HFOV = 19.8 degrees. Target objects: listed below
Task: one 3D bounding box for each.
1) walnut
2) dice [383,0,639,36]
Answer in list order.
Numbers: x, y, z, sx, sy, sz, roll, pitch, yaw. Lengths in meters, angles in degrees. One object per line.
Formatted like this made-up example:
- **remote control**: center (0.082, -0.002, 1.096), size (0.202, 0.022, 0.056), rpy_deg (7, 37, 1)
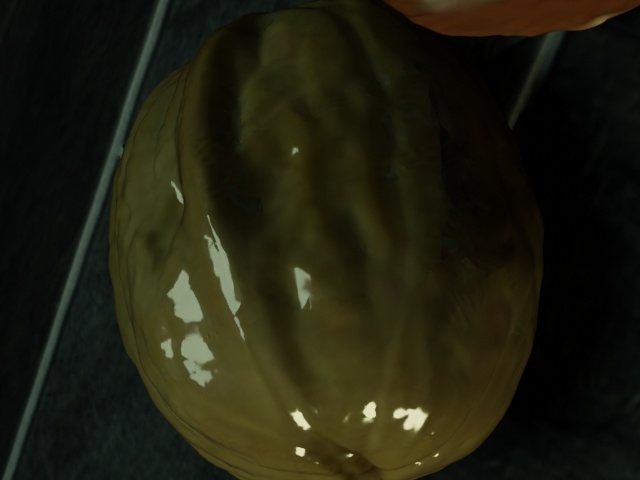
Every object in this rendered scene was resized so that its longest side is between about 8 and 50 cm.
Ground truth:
- **walnut**: center (0.000, 0.000, 0.926), size (0.225, 0.225, 0.261), rpy_deg (-40, 56, 46)
- **dice**: center (0.095, -0.204, 0.818), size (0.174, 0.179, 0.175), rpy_deg (-33, 64, 49)
